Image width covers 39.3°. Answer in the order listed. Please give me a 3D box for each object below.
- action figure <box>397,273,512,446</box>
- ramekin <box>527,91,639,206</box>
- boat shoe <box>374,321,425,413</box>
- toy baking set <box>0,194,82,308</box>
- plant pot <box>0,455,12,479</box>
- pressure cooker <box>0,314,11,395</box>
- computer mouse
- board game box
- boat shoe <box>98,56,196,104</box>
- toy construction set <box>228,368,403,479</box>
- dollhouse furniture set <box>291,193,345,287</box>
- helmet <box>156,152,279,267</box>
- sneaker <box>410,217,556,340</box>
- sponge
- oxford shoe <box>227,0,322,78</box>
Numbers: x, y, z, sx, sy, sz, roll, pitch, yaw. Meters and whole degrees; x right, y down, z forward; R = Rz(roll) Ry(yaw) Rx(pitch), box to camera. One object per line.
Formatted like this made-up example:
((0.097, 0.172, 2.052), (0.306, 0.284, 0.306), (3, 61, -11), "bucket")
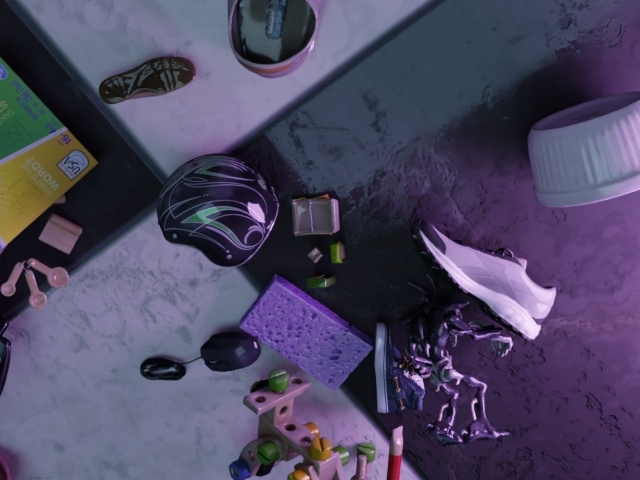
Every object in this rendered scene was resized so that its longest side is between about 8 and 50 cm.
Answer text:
((0.220, 0.195, 1.481), (0.164, 0.140, 0.276), (-23, 72, 42), "action figure")
((0.397, -0.135, 1.283), (0.207, 0.207, 0.109), (-17, 103, 13), "ramekin")
((0.136, 0.217, 1.543), (0.083, 0.065, 0.183), (-3, 120, 4), "boat shoe")
((-0.506, 0.014, 1.436), (0.256, 0.030, 0.197), (2, 90, -34), "toy baking set")
((-0.680, 0.513, 1.690), (0.201, 0.201, 0.180), (11, 131, 0), "plant pot")
((-0.736, 0.205, 1.446), (0.420, 0.375, 0.370), (35, 110, -10), "pressure cooker")
((-0.214, 0.213, 1.568), (0.242, 0.041, 0.071), (-18, 121, 22), "computer mouse")
((-0.539, -0.100, 1.364), (0.316, 0.064, 0.242), (-46, 105, -15), "board game box")
((-0.264, -0.246, 1.382), (0.152, 0.048, 0.056), (-18, 99, 6), "boat shoe")
((-0.006, 0.344, 1.532), (0.308, 0.257, 0.237), (-2, 111, -18), "toy construction set")
((0.000, 0.000, 1.476), (0.076, 0.058, 0.152), (-3, 95, 15), "dollhouse furniture set")
((-0.166, -0.054, 1.392), (0.161, 0.169, 0.169), (33, 114, -27), "helmet")
((0.259, 0.045, 1.444), (0.271, 0.100, 0.108), (36, 88, -8), "sneaker")
((-0.025, 0.160, 1.545), (0.210, 0.031, 0.117), (35, 114, -11), "sponge")
((-0.052, -0.434, 1.228), (0.169, 0.130, 0.450), (8, 114, 4), "oxford shoe")
